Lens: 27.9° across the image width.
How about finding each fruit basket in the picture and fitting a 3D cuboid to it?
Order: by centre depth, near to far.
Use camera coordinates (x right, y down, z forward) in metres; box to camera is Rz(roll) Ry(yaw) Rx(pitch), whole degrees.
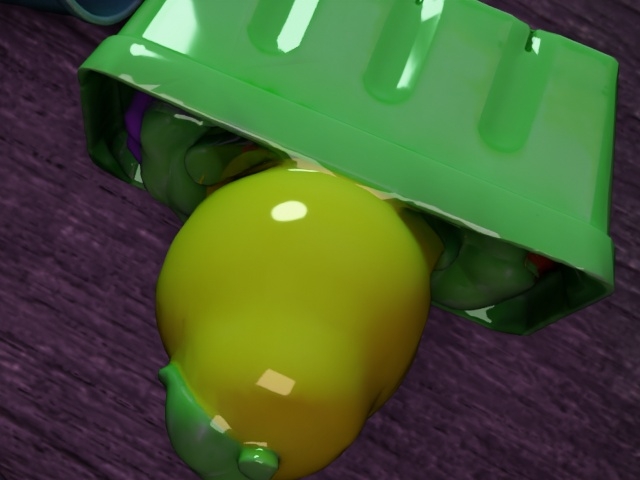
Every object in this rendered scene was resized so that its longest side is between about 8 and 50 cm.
[{"bbox_3d":[0.000,0.000,0.871,0.392,0.283,0.392,2,78,-7],"label":"fruit basket"}]

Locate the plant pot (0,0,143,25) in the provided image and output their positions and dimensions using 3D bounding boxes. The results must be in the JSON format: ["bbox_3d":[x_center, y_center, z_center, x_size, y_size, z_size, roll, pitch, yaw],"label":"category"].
[{"bbox_3d":[-0.256,-0.294,0.881,0.255,0.271,0.272,7,92,13],"label":"plant pot"}]

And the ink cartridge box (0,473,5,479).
[{"bbox_3d":[-0.307,0.183,0.987,0.097,0.046,0.207,-35,93,0],"label":"ink cartridge box"}]
